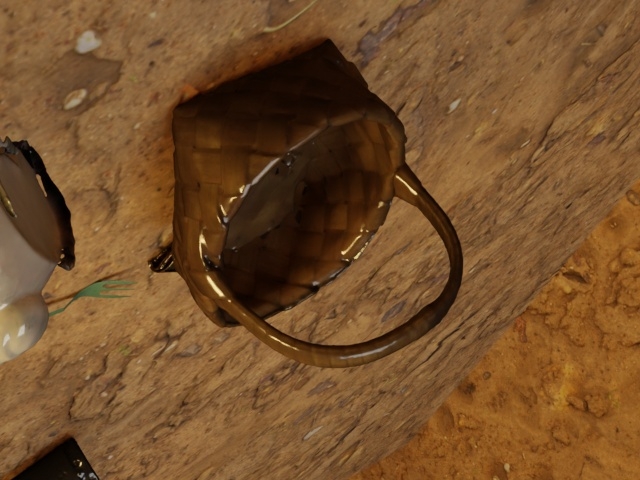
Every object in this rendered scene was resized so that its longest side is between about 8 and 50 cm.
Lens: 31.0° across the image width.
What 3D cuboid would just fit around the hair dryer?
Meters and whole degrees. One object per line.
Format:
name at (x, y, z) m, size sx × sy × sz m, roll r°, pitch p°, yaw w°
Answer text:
hair dryer at (-0.435, 0.416, 1.857) m, size 0.197 × 0.089 × 0.251 m, roll -35°, pitch 167°, yaw -7°

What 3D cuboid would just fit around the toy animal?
toy animal at (-0.360, 0.030, 0.920) m, size 0.310 × 0.247 × 0.183 m, roll -29°, pitch -159°, yaw 1°

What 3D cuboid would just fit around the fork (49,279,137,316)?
fork at (-0.324, 0.083, 1.379) m, size 0.235 × 0.021 × 0.039 m, roll -18°, pitch 149°, yaw -40°

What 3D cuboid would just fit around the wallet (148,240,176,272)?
wallet at (-0.109, 0.000, 1.531) m, size 0.133 × 0.039 × 0.243 m, roll -44°, pitch 159°, yaw 21°

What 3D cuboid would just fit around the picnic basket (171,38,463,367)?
picnic basket at (0.000, 0.000, 1.271) m, size 0.293 × 0.337 × 0.337 m, roll -29°, pitch 159°, yaw -24°
